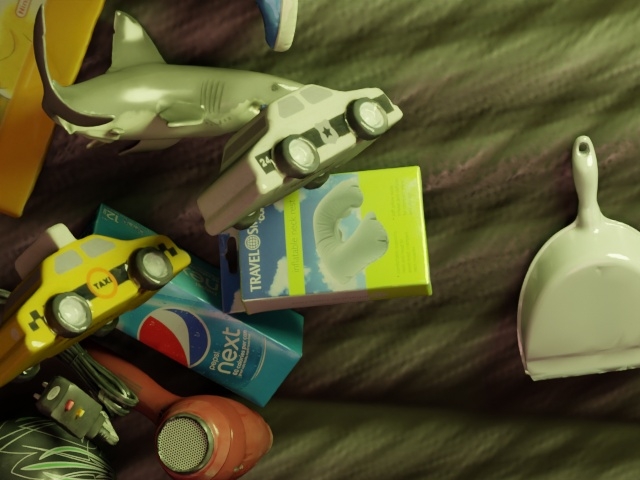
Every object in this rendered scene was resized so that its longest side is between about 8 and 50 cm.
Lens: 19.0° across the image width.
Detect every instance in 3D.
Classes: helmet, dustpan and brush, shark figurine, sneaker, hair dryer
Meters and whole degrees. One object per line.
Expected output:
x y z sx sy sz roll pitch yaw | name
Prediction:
-0.259 0.235 1.698 0.169 0.169 0.161 35 129 -16 | helmet
0.235 0.013 1.641 0.147 0.060 0.211 -8 124 4 | dustpan and brush
-0.159 -0.131 1.520 0.166 0.278 0.116 -13 83 38 | shark figurine
-0.062 -0.223 1.514 0.085 0.058 0.152 -3 113 -4 | sneaker
-0.142 0.128 1.650 0.293 0.223 0.080 34 102 -35 | hair dryer

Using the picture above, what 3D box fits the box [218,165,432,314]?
0.000 0.000 1.607 0.178 0.109 0.042 -6 161 5 | box

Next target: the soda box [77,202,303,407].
-0.120 0.057 1.655 0.210 0.071 0.067 29 114 -13 | soda box

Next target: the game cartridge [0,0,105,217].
-0.348 -0.193 1.542 0.324 0.052 0.285 20 116 -10 | game cartridge

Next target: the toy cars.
-0.114 -0.023 1.505 0.394 0.176 0.087 -35 87 -5 | toy cars
